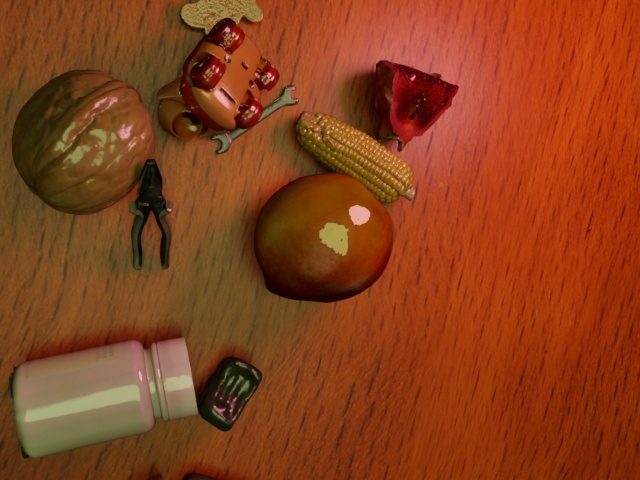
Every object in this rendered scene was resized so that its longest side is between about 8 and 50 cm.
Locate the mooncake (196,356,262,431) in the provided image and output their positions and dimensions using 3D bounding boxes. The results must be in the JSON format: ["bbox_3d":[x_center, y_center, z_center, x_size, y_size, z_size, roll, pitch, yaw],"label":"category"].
[{"bbox_3d":[-0.216,0.361,1.704,0.104,0.175,0.168,39,126,-16],"label":"mooncake"}]

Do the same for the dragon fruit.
[{"bbox_3d":[0.191,-0.332,1.772,0.262,0.134,0.212,4,110,-49],"label":"dragon fruit"}]

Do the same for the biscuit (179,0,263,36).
[{"bbox_3d":[-0.211,-0.567,1.708,0.240,0.035,0.158,-45,105,-6],"label":"biscuit"}]

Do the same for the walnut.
[{"bbox_3d":[-0.503,-0.214,1.546,0.313,0.277,0.252,-50,140,-13],"label":"walnut"}]

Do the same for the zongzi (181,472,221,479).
[{"bbox_3d":[-0.252,0.735,1.739,0.286,0.138,0.300,21,91,-12],"label":"zongzi"}]

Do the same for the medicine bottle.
[{"bbox_3d":[-0.478,0.341,1.614,0.378,0.213,0.214,-10,96,-12],"label":"medicine bottle"}]

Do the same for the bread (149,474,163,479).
[{"bbox_3d":[-0.402,0.703,1.693,0.147,0.160,0.261,-19,101,-4],"label":"bread"}]

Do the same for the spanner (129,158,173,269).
[{"bbox_3d":[-0.375,-0.049,1.604,0.095,0.040,0.325,-4,136,-16],"label":"spanner"}]

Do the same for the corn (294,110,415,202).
[{"bbox_3d":[0.089,-0.200,1.760,0.346,0.130,0.130,32,86,-13],"label":"corn"}]

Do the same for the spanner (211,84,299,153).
[{"bbox_3d":[-0.156,-0.296,1.750,0.254,0.015,0.054,-36,101,-9],"label":"spanner"}]

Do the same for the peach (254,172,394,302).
[{"bbox_3d":[0.000,0.000,1.669,0.332,0.308,0.308,-38,101,-6],"label":"peach"}]

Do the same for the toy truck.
[{"bbox_3d":[-0.251,-0.351,1.651,0.189,0.239,0.265,44,51,-35],"label":"toy truck"}]
